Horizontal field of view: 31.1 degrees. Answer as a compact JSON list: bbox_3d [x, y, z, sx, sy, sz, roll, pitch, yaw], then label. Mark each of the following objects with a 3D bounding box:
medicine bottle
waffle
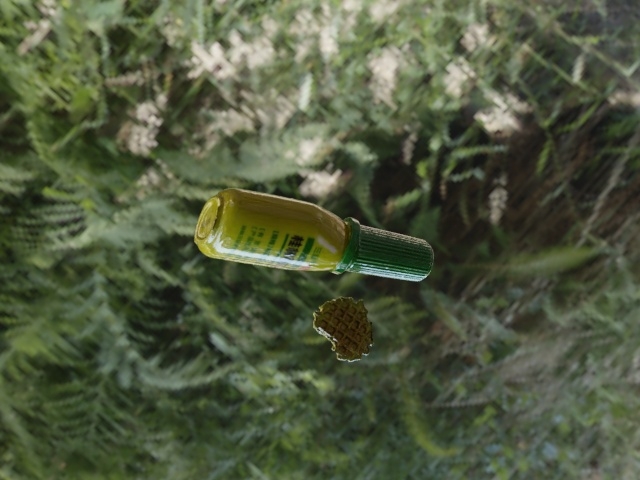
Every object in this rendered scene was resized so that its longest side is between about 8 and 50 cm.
[{"bbox_3d":[0.000,0.000,1.425,0.309,0.111,0.076,10,-123,-26],"label":"medicine bottle"},{"bbox_3d":[0.031,0.113,1.458,0.085,0.078,0.016,66,155,-2],"label":"waffle"}]
